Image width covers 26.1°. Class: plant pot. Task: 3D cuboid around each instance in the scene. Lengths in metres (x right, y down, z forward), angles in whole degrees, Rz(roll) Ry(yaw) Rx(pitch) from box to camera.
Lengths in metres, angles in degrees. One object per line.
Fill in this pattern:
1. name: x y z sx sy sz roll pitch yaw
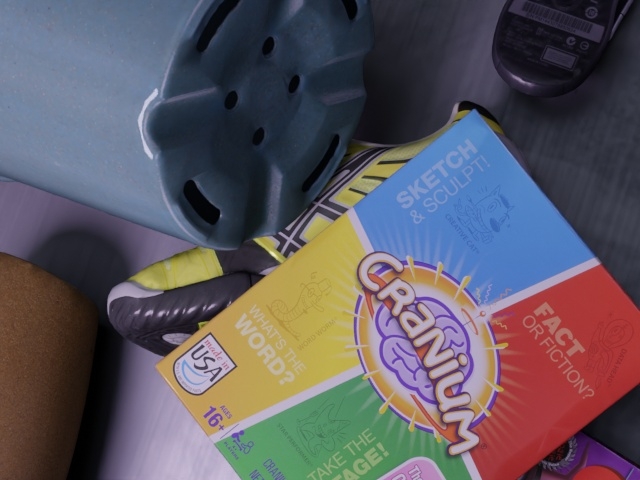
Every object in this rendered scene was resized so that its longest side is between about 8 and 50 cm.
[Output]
1. plant pot: -0.306 0.146 1.216 0.237 0.237 0.254 19 69 19
2. plant pot: -0.159 -0.166 1.121 0.334 0.341 0.341 23 86 33

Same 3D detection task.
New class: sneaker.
1. sneaker: 0.000 0.000 1.195 0.384 0.145 0.147 -16 65 3

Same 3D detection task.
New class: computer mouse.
1. computer mouse: 0.266 -0.226 1.196 0.184 0.060 0.262 17 79 15

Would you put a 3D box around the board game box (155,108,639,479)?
1. board game box: 0.070 0.091 1.064 0.316 0.064 0.242 -39 85 3

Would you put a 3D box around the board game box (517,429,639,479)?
1. board game box: 0.090 0.280 1.110 0.208 0.056 0.347 31 92 2
